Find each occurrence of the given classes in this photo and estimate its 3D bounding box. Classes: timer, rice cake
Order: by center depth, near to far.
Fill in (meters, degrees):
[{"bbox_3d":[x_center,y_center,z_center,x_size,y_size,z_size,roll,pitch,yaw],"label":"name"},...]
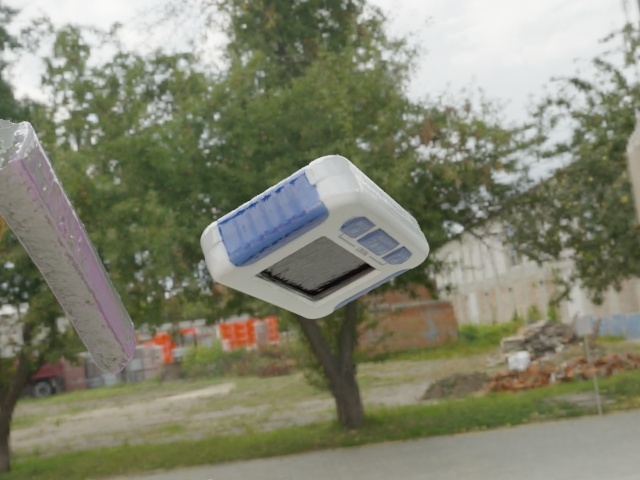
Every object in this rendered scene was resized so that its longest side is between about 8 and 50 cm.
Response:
[{"bbox_3d":[-0.270,0.015,0.868,0.056,0.073,0.365,-12,-44,0],"label":"rice cake"},{"bbox_3d":[0.000,0.000,0.881,0.178,0.078,0.253,-29,-25,15],"label":"timer"}]

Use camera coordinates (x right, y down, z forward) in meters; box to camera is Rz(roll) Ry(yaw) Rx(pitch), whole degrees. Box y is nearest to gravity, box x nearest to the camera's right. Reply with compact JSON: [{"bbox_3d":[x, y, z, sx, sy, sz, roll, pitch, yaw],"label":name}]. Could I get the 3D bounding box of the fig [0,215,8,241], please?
[{"bbox_3d":[-0.621,-0.085,1.189,0.343,0.344,0.343,-7,-6,-1],"label":"fig"}]
